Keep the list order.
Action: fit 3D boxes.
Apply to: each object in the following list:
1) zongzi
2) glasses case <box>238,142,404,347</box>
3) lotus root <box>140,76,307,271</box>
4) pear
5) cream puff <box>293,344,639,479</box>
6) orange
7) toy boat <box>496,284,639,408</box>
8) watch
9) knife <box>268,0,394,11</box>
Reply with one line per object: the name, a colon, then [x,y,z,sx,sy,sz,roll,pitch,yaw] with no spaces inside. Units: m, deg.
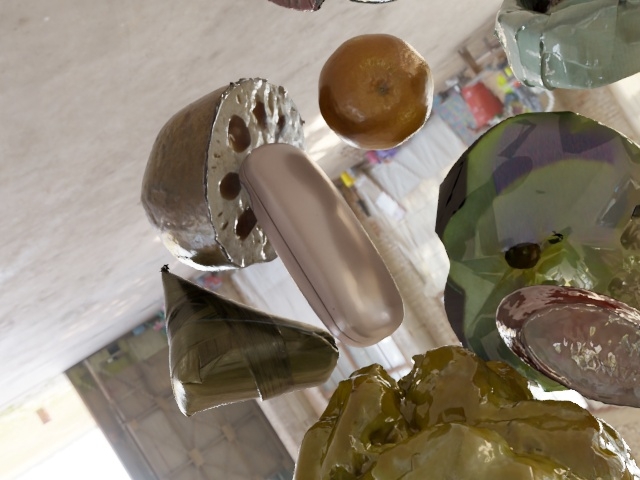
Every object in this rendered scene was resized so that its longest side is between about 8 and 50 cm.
zongzi: [-0.104,0.115,1.015,0.220,0.242,0.112,-4,131,-16]
glasses case: [0.000,0.000,0.934,0.113,0.297,0.075,-16,158,-44]
lotus root: [-0.140,-0.088,1.047,0.191,0.272,0.272,-3,-163,38]
pear: [0.363,0.018,1.090,0.165,0.399,0.398,3,153,-42]
cream puff: [0.140,0.235,0.742,0.324,0.291,0.257,-31,-139,20]
orange: [0.074,-0.200,1.000,0.159,0.159,0.136,-33,-172,2]
toy boat: [0.283,0.100,0.788,0.282,0.206,0.096,-8,114,-82]
watch: [0.332,-0.269,0.912,0.253,0.162,0.241,3,-143,45]
knife: [-0.001,-0.204,0.594,0.018,0.036,0.247,-19,-155,-24]
